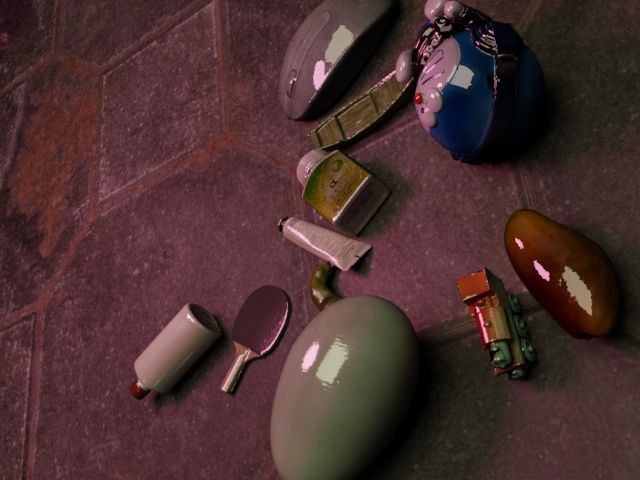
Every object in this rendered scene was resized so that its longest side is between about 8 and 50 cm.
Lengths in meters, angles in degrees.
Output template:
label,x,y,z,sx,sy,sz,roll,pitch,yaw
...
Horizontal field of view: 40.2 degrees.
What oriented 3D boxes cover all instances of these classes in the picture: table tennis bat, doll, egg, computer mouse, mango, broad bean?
label,x,y,z,sx,sy,sz,roll,pitch,yaw
table tennis bat,-0.146,0.210,1.854,0.138,0.022,0.246,21,82,43
doll,0.278,-0.292,1.607,0.310,0.240,0.284,-100,16,-47
egg,0.036,0.270,1.529,0.230,0.230,0.371,29,95,44
computer mouse,0.016,-0.439,1.969,0.374,0.114,0.203,-52,47,9
mango,0.396,0.048,1.418,0.133,0.111,0.267,-55,45,26
broad bean,0.023,0.132,1.731,0.070,0.048,0.214,-35,48,21

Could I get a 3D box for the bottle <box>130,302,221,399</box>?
label,x,y,z,sx,sy,sz,roll,pitch,yaw
bottle,-0.332,0.256,1.930,0.245,0.104,0.104,-48,47,11

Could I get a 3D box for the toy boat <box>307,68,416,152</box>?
label,x,y,z,sx,sy,sz,roll,pitch,yaw
toy boat,0.102,-0.279,1.860,0.293,0.055,0.093,-34,50,23

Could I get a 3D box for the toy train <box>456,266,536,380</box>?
label,x,y,z,sx,sy,sz,roll,pitch,yaw
toy train,0.293,0.143,1.454,0.074,0.118,0.176,-29,52,30

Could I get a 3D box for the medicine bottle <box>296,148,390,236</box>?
label,x,y,z,sx,sy,sz,roll,pitch,yaw
medicine bottle,0.035,-0.111,1.811,0.132,0.088,0.188,-54,47,6

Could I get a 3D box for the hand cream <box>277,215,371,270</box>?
label,x,y,z,sx,sy,sz,roll,pitch,yaw
hand cream,0.000,0.000,1.817,0.234,0.050,0.080,25,62,42
